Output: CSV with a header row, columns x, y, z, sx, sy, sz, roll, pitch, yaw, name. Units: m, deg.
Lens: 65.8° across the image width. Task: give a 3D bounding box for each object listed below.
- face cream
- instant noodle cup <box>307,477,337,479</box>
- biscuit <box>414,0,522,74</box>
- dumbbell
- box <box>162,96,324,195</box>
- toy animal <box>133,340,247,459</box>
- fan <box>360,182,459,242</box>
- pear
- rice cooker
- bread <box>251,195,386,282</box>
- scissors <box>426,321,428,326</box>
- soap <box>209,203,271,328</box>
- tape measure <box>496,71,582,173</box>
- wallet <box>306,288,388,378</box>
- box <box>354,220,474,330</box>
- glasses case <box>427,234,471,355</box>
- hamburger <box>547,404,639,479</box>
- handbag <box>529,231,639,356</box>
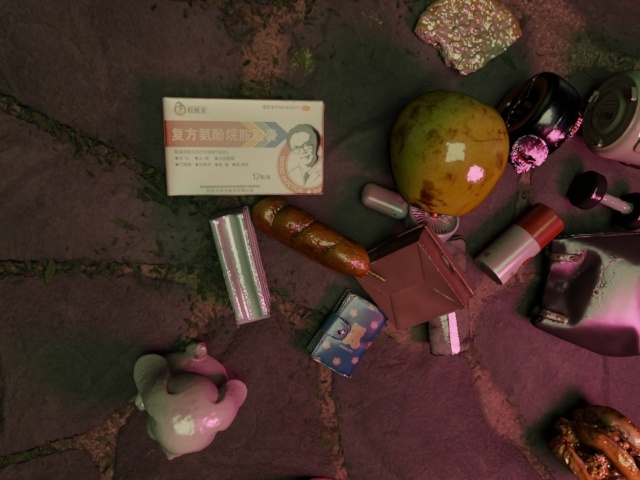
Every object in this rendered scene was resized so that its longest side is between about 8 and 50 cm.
x,y,z,sx,sy,sz,roll,pitch,yaw,name
0.507,0.009,1.263,0.214,0.096,0.096,-42,105,0,face cream
0.006,0.788,1.270,0.243,0.243,0.231,17,105,-12,instant noodle cup
0.348,-0.486,1.168,0.265,0.040,0.188,5,100,-9,biscuit
0.751,-0.103,1.281,0.191,0.100,0.100,21,97,-14,dumbbell
-0.169,-0.209,1.123,0.353,0.069,0.214,-2,101,-11,box
-0.301,0.358,1.109,0.271,0.265,0.206,22,95,-11,toy animal
0.212,-0.073,1.194,0.244,0.074,0.130,21,56,-3,fan
0.274,-0.192,1.096,0.283,0.283,0.284,-2,101,-9,pear
0.786,-0.283,1.194,0.244,0.226,0.226,8,99,-14,rice cooker
-0.001,0.002,1.134,0.344,0.124,0.084,28,76,4,bread
0.281,0.181,1.301,0.039,0.012,0.113,-28,104,-3,scissors
-0.182,0.056,1.129,0.094,0.150,0.261,-12,103,-2,soap
0.495,-0.275,1.152,0.135,0.202,0.223,31,109,-16,tape measure
0.069,0.236,1.252,0.141,0.059,0.202,32,95,-12,wallet
0.214,0.091,1.174,0.215,0.086,0.215,-28,106,37,box
0.319,0.140,1.266,0.114,0.060,0.299,-9,99,-11,glasses case
0.779,0.588,1.341,0.211,0.260,0.245,-44,97,-3,hamburger
0.715,0.128,1.304,0.288,0.152,0.342,10,96,0,handbag
